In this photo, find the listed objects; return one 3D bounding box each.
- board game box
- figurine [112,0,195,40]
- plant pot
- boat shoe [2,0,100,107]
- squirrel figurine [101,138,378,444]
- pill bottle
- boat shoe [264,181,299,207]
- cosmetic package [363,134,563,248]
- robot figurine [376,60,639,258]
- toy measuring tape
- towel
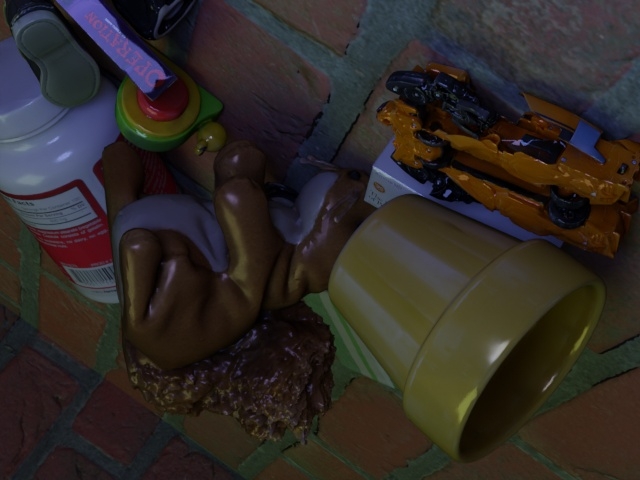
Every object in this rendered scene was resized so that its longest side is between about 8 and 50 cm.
[{"bbox_3d":[-0.308,-0.307,1.515,0.347,0.056,0.208,46,-177,-9],"label":"board game box"},{"bbox_3d":[-0.239,-0.358,1.433,0.209,0.092,0.215,38,156,4],"label":"figurine"},{"bbox_3d":[0.148,0.077,1.406,0.239,0.254,0.254,40,160,27],"label":"plant pot"},{"bbox_3d":[-0.340,-0.246,1.603,0.068,0.081,0.227,62,174,21],"label":"boat shoe"},{"bbox_3d":[-0.079,0.062,1.661,0.281,0.370,0.397,-123,29,-63],"label":"squirrel figurine"},{"bbox_3d":[-0.362,-0.107,1.883,0.229,0.229,0.407,19,151,35],"label":"pill bottle"},{"bbox_3d":[0.000,0.000,1.814,0.233,0.084,0.079,40,-165,-25],"label":"boat shoe"},{"bbox_3d":[0.170,-0.027,1.522,0.239,0.060,0.099,32,156,9],"label":"cosmetic package"},{"bbox_3d":[0.195,-0.092,1.334,0.291,0.085,0.211,27,155,19],"label":"robot figurine"},{"bbox_3d":[-0.271,-0.216,1.700,0.330,0.121,0.121,37,157,-2],"label":"toy measuring tape"},{"bbox_3d":[0.129,0.176,1.995,0.325,0.038,0.248,19,151,37],"label":"towel"}]
